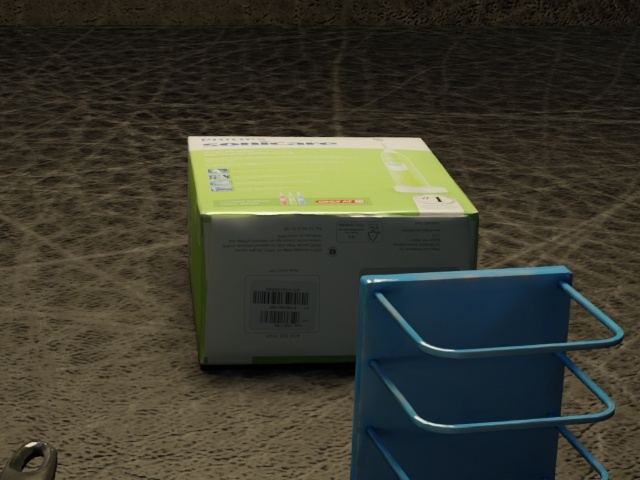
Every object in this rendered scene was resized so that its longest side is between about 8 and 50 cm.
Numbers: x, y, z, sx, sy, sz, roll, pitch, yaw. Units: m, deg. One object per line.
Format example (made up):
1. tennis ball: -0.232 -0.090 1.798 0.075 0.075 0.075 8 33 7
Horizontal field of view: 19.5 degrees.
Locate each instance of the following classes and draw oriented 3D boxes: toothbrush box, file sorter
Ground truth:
1. toothbrush box: 0.000 0.000 1.483 0.206 0.122 0.283 0 16 -7
2. file sorter: 0.087 0.113 0.984 0.118 0.170 0.104 -2 19 -15

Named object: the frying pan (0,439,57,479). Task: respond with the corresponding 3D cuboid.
1. frying pan: -0.188 0.185 0.900 0.197 0.053 0.326 -5 16 -21
